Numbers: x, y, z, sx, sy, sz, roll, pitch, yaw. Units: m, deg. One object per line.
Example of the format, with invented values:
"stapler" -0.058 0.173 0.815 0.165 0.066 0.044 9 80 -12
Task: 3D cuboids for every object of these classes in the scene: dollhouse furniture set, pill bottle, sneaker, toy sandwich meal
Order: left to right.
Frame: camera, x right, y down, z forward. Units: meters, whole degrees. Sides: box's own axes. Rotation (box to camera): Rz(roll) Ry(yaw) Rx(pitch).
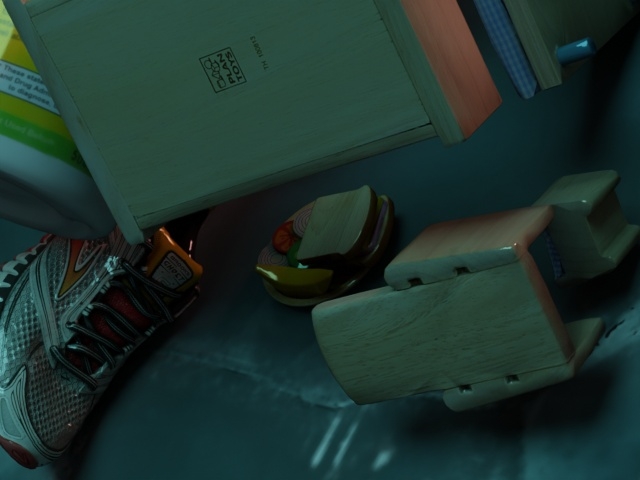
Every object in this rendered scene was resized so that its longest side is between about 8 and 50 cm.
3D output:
"pill bottle" -0.131 -0.136 0.976 0.136 0.136 0.245 9 73 41
"sneaker" -0.122 0.025 1.018 0.093 0.088 0.225 -1 53 34
"toy sandwich meal" 0.000 0.000 0.995 0.086 0.029 0.085 -20 44 21
"dollhouse furniture set" 0.043 -0.102 0.944 0.198 0.286 0.303 -16 17 35
